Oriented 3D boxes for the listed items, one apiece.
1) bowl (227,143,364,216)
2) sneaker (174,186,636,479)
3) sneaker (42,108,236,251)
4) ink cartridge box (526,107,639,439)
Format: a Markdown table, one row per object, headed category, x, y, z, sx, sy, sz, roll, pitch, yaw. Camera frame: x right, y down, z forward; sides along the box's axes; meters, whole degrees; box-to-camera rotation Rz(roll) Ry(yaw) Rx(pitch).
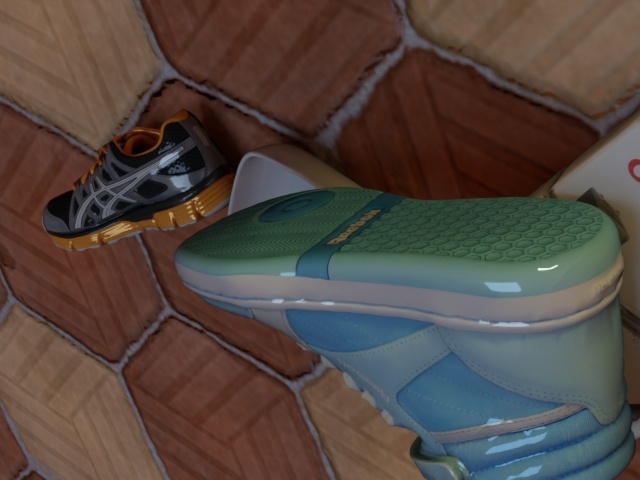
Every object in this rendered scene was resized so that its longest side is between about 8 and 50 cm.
| category | x | y | z | sx | sy | sz | roll | pitch | yaw |
| --- | --- | --- | --- | --- | --- | --- | --- | --- | --- |
| bowl | 0.000 | 0.000 | 1.033 | 0.142 | 0.053 | 0.142 | 34 | 138 | 21 |
| sneaker | 0.048 | 0.082 | 0.850 | 0.319 | 0.127 | 0.208 | 6 | 120 | 45 |
| sneaker | -0.152 | -0.049 | 1.129 | 0.215 | 0.084 | 0.083 | -14 | 107 | 38 |
| ink cartridge box | 0.194 | 0.019 | 0.829 | 0.158 | 0.092 | 0.218 | 50 | 139 | 3 |
